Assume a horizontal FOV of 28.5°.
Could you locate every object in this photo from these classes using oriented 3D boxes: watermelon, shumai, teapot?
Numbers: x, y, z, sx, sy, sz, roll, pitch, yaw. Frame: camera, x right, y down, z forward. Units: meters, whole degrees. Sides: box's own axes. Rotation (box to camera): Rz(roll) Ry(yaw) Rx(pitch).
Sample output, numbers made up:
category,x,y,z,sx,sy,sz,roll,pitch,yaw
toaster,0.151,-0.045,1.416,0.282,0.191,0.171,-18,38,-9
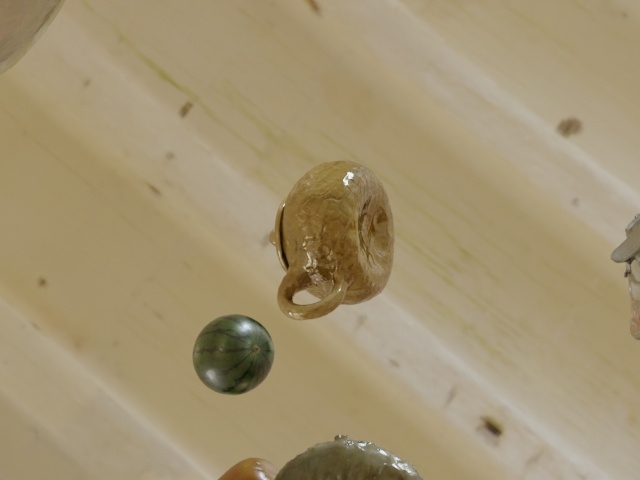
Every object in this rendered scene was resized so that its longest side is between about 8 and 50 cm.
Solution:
category,x,y,z,sx,sy,sz,roll,pitch,yaw
watermelon,-0.109,0.138,1.512,0.109,0.109,0.109,-43,-23,-23
shumai,0.043,0.310,1.430,0.201,0.201,0.120,-58,-6,16
teapot,0.000,0.000,1.782,0.311,0.167,0.203,-72,-31,-43

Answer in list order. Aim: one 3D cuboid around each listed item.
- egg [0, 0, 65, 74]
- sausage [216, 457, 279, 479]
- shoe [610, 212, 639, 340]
category,x,y,z,sx,sy,sz,roll,pitch,yaw
egg,-0.271,-0.242,1.006,0.162,0.206,0.271,-27,0,-3
sausage,-0.148,0.396,1.618,0.274,0.105,0.105,-47,-21,2
shoe,0.501,0.040,1.727,0.172,0.198,0.351,-8,-3,-5
